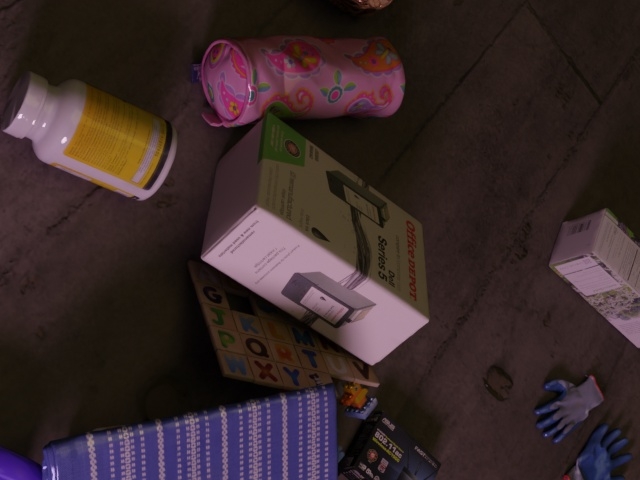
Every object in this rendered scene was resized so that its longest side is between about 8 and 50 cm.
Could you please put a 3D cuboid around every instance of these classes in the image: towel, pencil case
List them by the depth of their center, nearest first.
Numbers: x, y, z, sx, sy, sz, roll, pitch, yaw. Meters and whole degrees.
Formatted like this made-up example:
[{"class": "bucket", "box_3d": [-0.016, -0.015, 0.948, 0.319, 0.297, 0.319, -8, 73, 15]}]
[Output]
[{"class": "towel", "box_3d": [-0.133, 0.294, 1.233, 0.336, 0.040, 0.243, -8, 106, -28]}, {"class": "pencil case", "box_3d": [-0.023, -0.212, 1.513, 0.284, 0.124, 0.124, -9, 82, -37]}]

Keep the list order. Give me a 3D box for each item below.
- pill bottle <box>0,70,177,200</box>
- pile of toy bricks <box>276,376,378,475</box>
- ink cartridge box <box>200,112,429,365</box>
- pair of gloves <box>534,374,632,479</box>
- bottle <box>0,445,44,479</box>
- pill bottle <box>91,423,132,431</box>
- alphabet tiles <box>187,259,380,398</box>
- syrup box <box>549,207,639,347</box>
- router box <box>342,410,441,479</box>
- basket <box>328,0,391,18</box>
[{"class": "pill bottle", "box_3d": [-0.265, -0.123, 1.309, 0.184, 0.103, 0.103, 24, 63, -30]}, {"class": "pile of toy bricks", "box_3d": [-0.020, 0.211, 1.372, 0.212, 0.118, 0.105, -46, 124, -36]}, {"class": "ink cartridge box", "box_3d": [0.000, 0.000, 1.421, 0.273, 0.115, 0.198, 34, 33, -24]}, {"class": "pair of gloves", "box_3d": [0.400, 0.294, 1.732, 0.159, 0.023, 0.198, -25, 93, -39]}, {"class": "bottle", "box_3d": [-0.364, 0.337, 1.102, 0.118, 0.092, 0.282, 31, 60, -30]}, {"class": "pill bottle", "box_3d": [-0.221, 0.236, 1.258, 0.116, 0.065, 0.065, 0, 76, -36]}, {"class": "alphabet tiles", "box_3d": [-0.039, 0.116, 1.393, 0.237, 0.009, 0.198, 16, 31, -32]}, {"class": "syrup box", "box_3d": [0.484, 0.064, 1.818, 0.237, 0.093, 0.096, 39, 56, -21]}, {"class": "router box", "box_3d": [0.092, 0.296, 1.490, 0.122, 0.038, 0.092, 44, 54, -18]}, {"class": "basket", "box_3d": [0.026, -0.473, 1.641, 0.213, 0.223, 0.299, -38, 102, -4]}]
